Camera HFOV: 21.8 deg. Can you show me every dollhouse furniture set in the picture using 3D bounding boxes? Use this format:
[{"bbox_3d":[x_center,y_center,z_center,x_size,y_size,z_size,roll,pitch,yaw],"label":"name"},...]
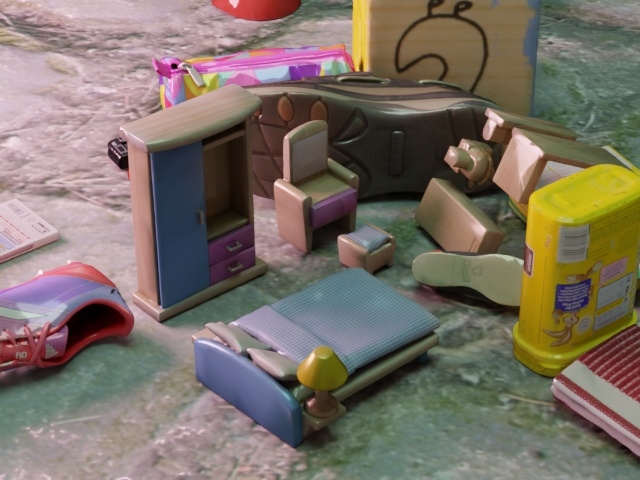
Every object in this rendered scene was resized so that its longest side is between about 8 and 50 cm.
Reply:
[{"bbox_3d":[0.000,0.000,1.549,0.286,0.198,0.303,-25,41,-33],"label":"dollhouse furniture set"},{"bbox_3d":[0.206,-0.046,1.701,0.123,0.151,0.144,9,24,-33],"label":"dollhouse furniture set"}]

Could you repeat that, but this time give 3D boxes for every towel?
[{"bbox_3d":[0.401,0.125,1.508,0.329,0.037,0.237,-26,43,-31],"label":"towel"}]

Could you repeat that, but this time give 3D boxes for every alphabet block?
[{"bbox_3d":[0.141,-0.245,1.938,0.197,0.192,0.193,-2,31,-2],"label":"alphabet block"}]

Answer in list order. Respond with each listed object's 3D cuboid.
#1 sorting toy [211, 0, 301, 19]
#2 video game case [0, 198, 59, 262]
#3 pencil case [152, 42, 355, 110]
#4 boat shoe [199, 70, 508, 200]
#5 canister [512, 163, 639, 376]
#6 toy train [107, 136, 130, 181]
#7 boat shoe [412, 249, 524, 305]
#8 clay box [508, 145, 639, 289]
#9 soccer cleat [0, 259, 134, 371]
[{"bbox_3d":[0.016,-0.408,2.248,0.366,0.126,0.127,-21,38,-28],"label":"sorting toy"},{"bbox_3d":[-0.345,-0.002,1.722,0.122,0.011,0.087,-24,41,-33],"label":"video game case"},{"bbox_3d":[-0.073,-0.172,1.907,0.236,0.104,0.104,-6,33,-11],"label":"pencil case"},{"bbox_3d":[0.030,-0.116,1.817,0.355,0.132,0.130,4,22,-9],"label":"boat shoe"},{"bbox_3d":[0.241,0.026,1.533,0.126,0.170,0.073,-22,39,-31],"label":"canister"},{"bbox_3d":[-0.193,-0.073,1.817,0.036,0.027,0.158,-21,38,-24],"label":"toy train"},{"bbox_3d":[0.158,0.037,1.635,0.137,0.049,0.043,8,-5,12],"label":"boat shoe"},{"bbox_3d":[0.303,-0.015,1.704,0.127,0.053,0.222,-15,37,-20],"label":"clay box"},{"bbox_3d":[-0.288,0.090,1.522,0.248,0.083,0.095,-23,44,-35],"label":"soccer cleat"}]
